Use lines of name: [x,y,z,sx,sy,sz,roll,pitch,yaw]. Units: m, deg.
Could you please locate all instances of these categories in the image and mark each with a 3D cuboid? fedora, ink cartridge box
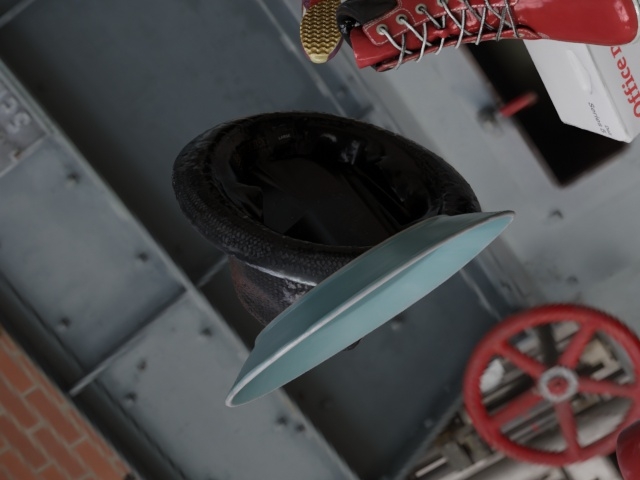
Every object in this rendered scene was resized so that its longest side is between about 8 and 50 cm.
fedora: [0.000,0.000,1.118,0.334,0.334,0.153,-92,9,-59]
ink cartridge box: [0.347,-0.270,1.197,0.115,0.273,0.198,30,158,55]

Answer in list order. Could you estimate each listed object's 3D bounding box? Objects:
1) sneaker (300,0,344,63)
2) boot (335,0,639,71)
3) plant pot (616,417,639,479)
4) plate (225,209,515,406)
sneaker: [0.004,-0.317,1.651,0.084,0.069,0.186,85,-174,-56]
boot: [0.126,-0.172,0.892,0.244,0.176,0.088,28,146,49]
plant pot: [0.504,0.280,1.443,0.191,0.174,0.191,32,-149,-22]
plate: [0.023,0.031,0.616,0.024,0.188,0.188,55,-163,10]
